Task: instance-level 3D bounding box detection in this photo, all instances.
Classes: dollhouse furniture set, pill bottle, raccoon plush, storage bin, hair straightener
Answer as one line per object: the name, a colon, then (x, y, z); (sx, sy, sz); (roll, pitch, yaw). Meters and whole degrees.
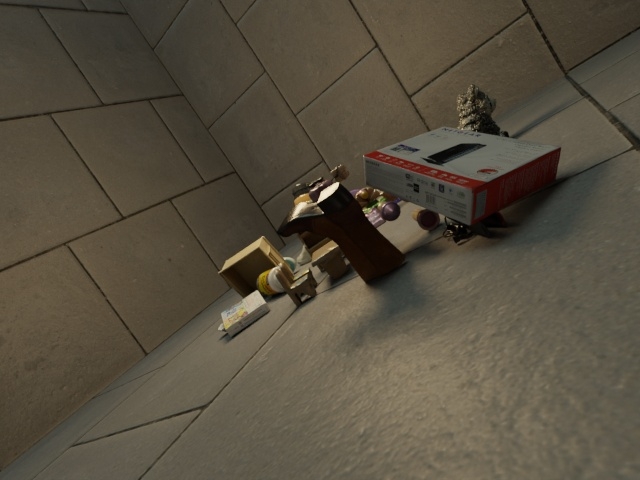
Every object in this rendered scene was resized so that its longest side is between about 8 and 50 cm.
dollhouse furniture set: (0.000, 0.000, 1.507); (0.362, 0.257, 0.394); (-34, 6, 4)
pill bottle: (-0.200, 0.182, 1.810); (0.117, 0.117, 0.215); (-37, 6, -31)
raccoon plush: (0.622, -0.475, 1.756); (0.446, 0.299, 0.216); (-37, 7, -23)
storage bin: (-0.314, 0.158, 2.003); (0.262, 0.260, 0.123); (-32, 23, 17)
hair straightener: (0.334, -0.035, 0.941); (0.089, 0.047, 0.230); (-35, 11, -2)

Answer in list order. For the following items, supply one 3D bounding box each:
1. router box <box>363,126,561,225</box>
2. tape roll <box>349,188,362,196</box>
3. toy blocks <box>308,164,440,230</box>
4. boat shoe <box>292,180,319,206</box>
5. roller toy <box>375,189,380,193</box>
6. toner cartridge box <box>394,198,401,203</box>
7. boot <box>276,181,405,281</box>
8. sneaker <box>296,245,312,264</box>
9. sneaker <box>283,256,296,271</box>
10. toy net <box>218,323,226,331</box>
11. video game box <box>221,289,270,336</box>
router box: (0.322, -0.175, 0.963); (0.301, 0.082, 0.335); (-25, 33, -26)
tape roll: (0.213, -0.194, 2.262); (0.189, 0.189, 0.080); (-33, 5, 13)
toy blocks: (0.160, -0.095, 1.152); (0.288, 0.309, 0.260); (-34, 10, 4)
boat shoe: (-0.013, -0.242, 2.166); (0.186, 0.156, 0.500); (-25, -3, 21)
roller toy: (0.251, -0.163, 2.006); (0.209, 0.146, 0.191); (-34, 5, 8)
toner cartridge box: (0.469, -0.294, 2.230); (0.347, 0.075, 0.165); (-34, 8, 2)
boot: (0.048, 0.003, 1.085); (0.264, 0.280, 0.096); (-29, 25, 31)
sneaker: (-0.056, 0.041, 2.168); (0.106, 0.123, 0.290); (-41, 7, -38)
sneaker: (-0.240, 0.158, 2.211); (0.319, 0.127, 0.208); (-31, 8, 24)
toy net: (-0.352, 0.339, 1.771); (0.122, 0.045, 0.232); (-14, 19, 36)
video game box: (-0.314, 0.297, 1.662); (0.187, 0.048, 0.205); (-30, 16, -12)
